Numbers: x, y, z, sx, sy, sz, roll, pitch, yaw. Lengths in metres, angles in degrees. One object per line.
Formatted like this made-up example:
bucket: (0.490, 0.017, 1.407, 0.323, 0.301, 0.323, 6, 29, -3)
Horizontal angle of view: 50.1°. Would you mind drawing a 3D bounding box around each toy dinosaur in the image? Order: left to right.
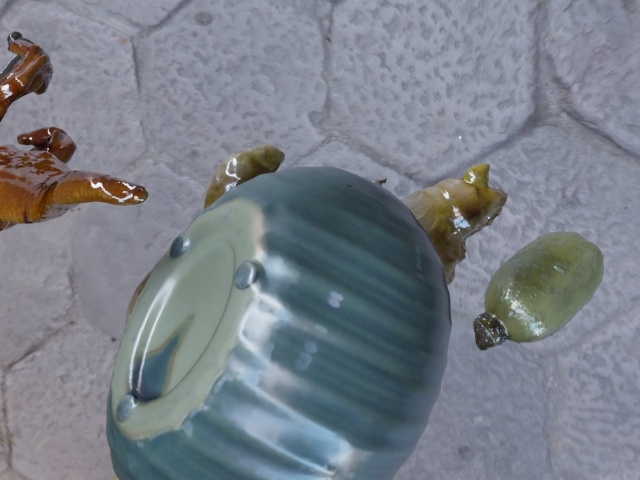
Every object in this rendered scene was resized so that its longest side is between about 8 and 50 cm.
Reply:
toy dinosaur: (-0.239, -0.055, 0.500, 0.432, 0.208, 0.097, -20, 126, 37)

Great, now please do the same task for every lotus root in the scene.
lotus root: (0.233, 0.053, 0.735, 0.090, 0.183, 0.077, 30, 144, 44)

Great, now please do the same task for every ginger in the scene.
ginger: (0.002, 0.000, 0.585, 0.333, 0.080, 0.166, -3, 99, -11)

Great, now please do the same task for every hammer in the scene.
hammer: (-0.565, -0.216, 1.117, 0.058, 0.029, 0.292, 35, 80, -2)

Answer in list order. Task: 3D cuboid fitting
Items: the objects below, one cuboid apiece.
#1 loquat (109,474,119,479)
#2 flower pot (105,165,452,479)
loquat: (-0.208, 0.433, 0.957, 0.263, 0.263, 0.263, 2, 99, 11)
flower pot: (-0.027, 0.071, 0.413, 0.189, 0.157, 0.243, 23, 83, 50)
